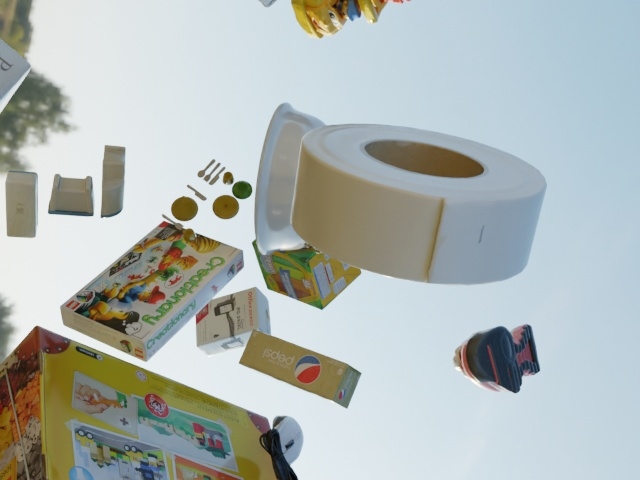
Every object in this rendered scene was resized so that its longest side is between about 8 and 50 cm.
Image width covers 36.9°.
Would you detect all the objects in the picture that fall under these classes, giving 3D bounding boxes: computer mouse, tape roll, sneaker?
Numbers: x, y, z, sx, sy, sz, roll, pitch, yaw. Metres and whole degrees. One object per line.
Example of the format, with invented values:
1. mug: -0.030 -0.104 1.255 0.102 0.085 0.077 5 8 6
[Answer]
1. computer mouse: -0.055 0.332 1.585 0.193 0.042 0.106 -69 135 -80
2. tape roll: 0.110 -0.050 1.103 0.286 0.286 0.100 -126 -138 -62
3. sneaker: 0.290 0.218 1.698 0.136 0.314 0.116 -14 -100 25

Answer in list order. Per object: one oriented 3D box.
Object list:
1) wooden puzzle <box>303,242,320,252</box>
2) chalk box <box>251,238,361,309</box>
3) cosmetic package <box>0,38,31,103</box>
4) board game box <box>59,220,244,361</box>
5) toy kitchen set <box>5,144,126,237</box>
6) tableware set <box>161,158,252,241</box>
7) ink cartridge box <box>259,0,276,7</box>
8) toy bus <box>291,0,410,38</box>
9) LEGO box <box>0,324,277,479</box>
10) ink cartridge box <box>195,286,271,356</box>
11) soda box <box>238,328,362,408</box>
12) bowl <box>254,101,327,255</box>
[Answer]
1. wooden puzzle: 0.000 0.000 1.646 0.083 0.049 0.006 -6 -144 45
2. chalk box: -0.047 0.031 1.984 0.213 0.132 0.132 16 -44 41
3. cosmetic package: -0.763 -0.252 1.569 0.327 0.393 0.329 -27 -152 53
4. board game box: -0.305 0.086 1.781 0.305 0.193 0.053 -47 147 -44
5. toy kitchen set: -0.474 -0.096 1.802 0.166 0.207 0.122 -102 -160 -53
6. tableware set: -0.196 -0.063 1.694 0.154 0.104 0.024 -51 170 -20
7. ink cartridge box: -0.133 -0.474 1.326 0.115 0.198 0.273 -40 -135 6
8. toy bus: 0.079 -0.500 1.908 0.211 0.149 0.220 23 -106 28
9. LEGO box: -0.285 0.404 1.528 0.193 0.500 0.372 -45 -143 21
10. ink cartridge box: -0.189 0.174 2.065 0.150 0.063 0.109 -18 -126 15
11. soda box: -0.033 0.195 1.471 0.181 0.058 0.061 17 -103 31
12. bowl: -0.024 -0.109 1.823 0.298 0.134 0.298 8 90 -80
